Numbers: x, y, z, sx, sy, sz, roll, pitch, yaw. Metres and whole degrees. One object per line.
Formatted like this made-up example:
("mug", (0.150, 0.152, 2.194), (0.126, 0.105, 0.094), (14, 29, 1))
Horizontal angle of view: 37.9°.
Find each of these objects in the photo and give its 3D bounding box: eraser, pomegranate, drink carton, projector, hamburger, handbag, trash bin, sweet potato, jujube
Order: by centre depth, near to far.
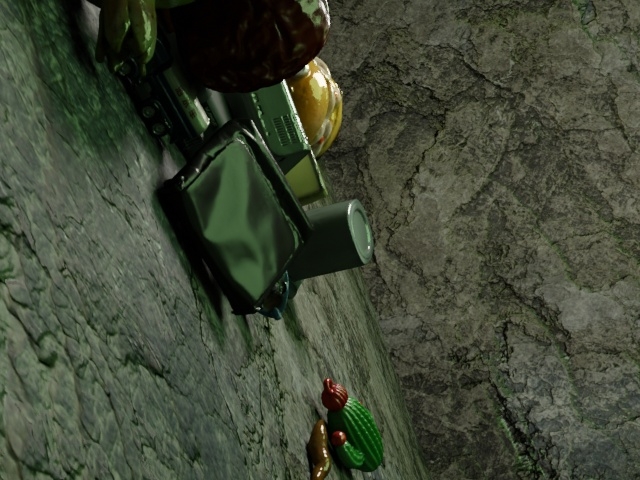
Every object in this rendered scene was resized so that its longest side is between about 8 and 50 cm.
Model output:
("pomegranate", (-0.255, -0.376, 1.258), (0.236, 0.236, 0.302), (57, 35, -61))
("jujube", (-0.103, -0.332, 1.415), (0.213, 0.232, 0.213), (-15, 90, -83))
("handbag", (-0.129, -0.037, 1.435), (0.247, 0.080, 0.223), (60, 42, -22))
("trash bin", (-0.217, -0.240, 1.578), (0.236, 0.101, 0.177), (65, 5, -49))
("sweet potato", (0.000, 0.378, 1.611), (0.179, 0.044, 0.044), (-90, 158, -57))
("projector", (-0.124, -0.212, 1.769), (0.250, 0.108, 0.198), (-34, -106, 64))
("eraser", (-0.081, -0.115, 1.925), (0.058, 0.172, 0.117), (50, 19, -74))
("drink carton", (0.000, 0.000, 2.025), (0.185, 0.189, 0.191), (-52, 126, -63))
("hamburger", (-0.094, -0.317, 2.157), (0.237, 0.276, 0.276), (9, 59, -68))

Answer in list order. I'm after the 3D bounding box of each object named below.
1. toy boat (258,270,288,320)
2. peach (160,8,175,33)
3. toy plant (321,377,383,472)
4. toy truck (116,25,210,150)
("toy boat", (-0.110, 0.029, 1.550), (0.097, 0.100, 0.223), (90, -24, -83))
("peach", (-0.210, -0.484, 1.836), (0.232, 0.232, 0.257), (-104, 180, -46))
("toy plant", (0.060, 0.385, 1.886), (0.240, 0.088, 0.155), (47, 36, -54))
("toy truck", (-0.237, -0.227, 1.403), (0.074, 0.088, 0.202), (-100, 166, -54))
